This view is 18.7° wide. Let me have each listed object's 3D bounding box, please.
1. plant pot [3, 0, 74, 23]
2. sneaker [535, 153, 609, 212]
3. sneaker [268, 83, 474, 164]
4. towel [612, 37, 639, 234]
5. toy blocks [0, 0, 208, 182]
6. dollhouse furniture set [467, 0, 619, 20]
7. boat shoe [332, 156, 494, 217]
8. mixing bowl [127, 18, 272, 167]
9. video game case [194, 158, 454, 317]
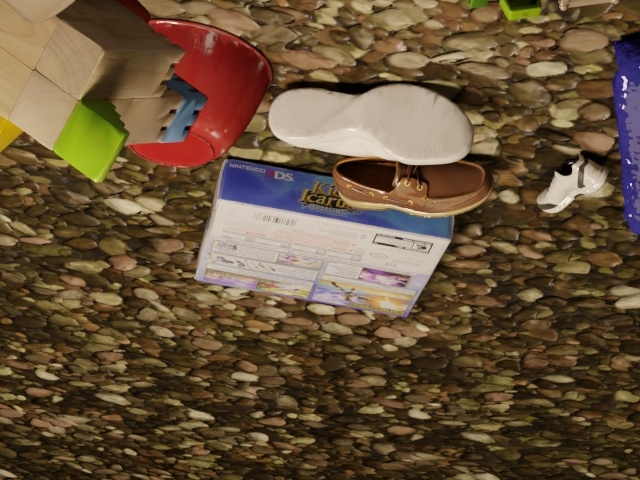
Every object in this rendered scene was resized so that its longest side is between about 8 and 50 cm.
[{"bbox_3d":[-0.207,-0.352,1.288,0.280,0.323,0.323,35,147,-20],"label":"plant pot"},{"bbox_3d":[0.264,-0.064,2.095,0.043,0.040,0.109,34,145,-16],"label":"sneaker"},{"bbox_3d":[0.058,-0.116,2.005,0.212,0.080,0.094,9,169,14],"label":"sneaker"},{"bbox_3d":[0.439,-0.103,1.850,0.308,0.076,0.228,1,126,16],"label":"towel"},{"bbox_3d":[-0.254,-0.199,1.696,0.381,0.191,0.261,35,-163,16],"label":"toy blocks"},{"bbox_3d":[0.197,-0.243,1.718,0.151,0.059,0.076,-9,151,-10],"label":"dollhouse furniture set"},{"bbox_3d":[0.097,-0.064,2.101,0.178,0.064,0.060,2,158,19],"label":"boat shoe"},{"bbox_3d":[-0.145,-0.136,1.969,0.181,0.098,0.181,7,157,3],"label":"mixing bowl"},{"bbox_3d":[0.000,0.000,2.280,0.269,0.061,0.244,10,155,-6],"label":"video game case"}]
